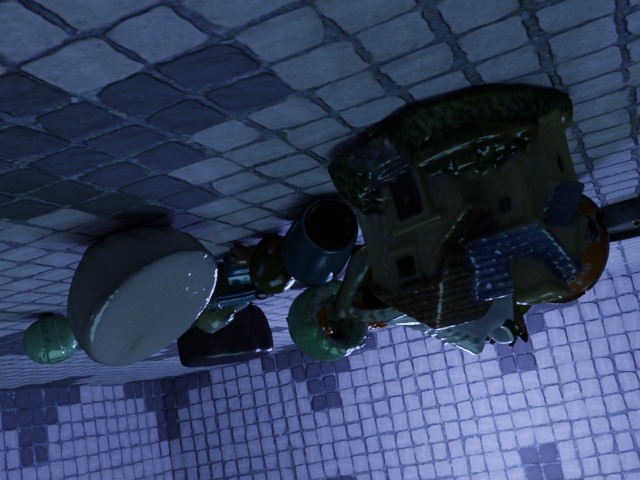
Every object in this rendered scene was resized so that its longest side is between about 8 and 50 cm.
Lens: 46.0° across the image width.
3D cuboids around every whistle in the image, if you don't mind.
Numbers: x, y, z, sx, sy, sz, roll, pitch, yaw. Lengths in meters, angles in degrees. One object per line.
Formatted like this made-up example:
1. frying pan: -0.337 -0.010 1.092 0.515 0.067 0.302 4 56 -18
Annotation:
1. whistle: -0.227 0.138 1.803 0.223 0.123 0.123 -29 174 -20

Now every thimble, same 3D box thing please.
1. thimble: 0.023 0.223 2.063 0.218 0.219 0.150 -3 163 -30

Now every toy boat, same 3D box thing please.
1. toy boat: -0.204 0.076 1.526 0.237 0.109 0.098 -8 137 -1

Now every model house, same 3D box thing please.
1. model house: 0.193 -0.027 1.020 0.321 0.267 0.261 -22 167 41
2. model house: 0.143 0.010 1.385 0.267 0.173 0.239 -19 -153 22

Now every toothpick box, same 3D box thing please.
1. toothpick box: 0.000 0.000 1.296 0.120 0.121 0.184 -8 165 -12

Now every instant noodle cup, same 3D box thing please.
1. instant noodle cup: 0.408 0.001 1.462 0.182 0.231 0.230 10 158 -33

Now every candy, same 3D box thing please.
1. candy: -0.496 0.195 1.838 0.439 0.119 0.119 -16 169 -18

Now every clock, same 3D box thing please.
1. clock: 0.775 -0.052 1.862 0.280 0.056 0.280 -11 167 -2

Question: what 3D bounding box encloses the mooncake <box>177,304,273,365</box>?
1. mooncake: -0.287 0.285 2.223 0.305 0.154 0.306 -11 167 -3

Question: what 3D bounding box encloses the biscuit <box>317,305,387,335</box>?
1. biscuit: 0.144 0.248 2.526 0.311 0.111 0.318 -14 167 7

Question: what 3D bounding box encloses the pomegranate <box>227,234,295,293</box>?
1. pomegranate: -0.105 0.039 1.437 0.142 0.115 0.114 16 169 6

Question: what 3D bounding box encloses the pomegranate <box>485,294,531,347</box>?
1. pomegranate: 0.449 0.142 1.908 0.230 0.286 0.231 -3 157 -1

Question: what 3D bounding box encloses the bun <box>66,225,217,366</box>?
1. bun: -0.318 0.065 1.255 0.263 0.175 0.263 -38 154 -23

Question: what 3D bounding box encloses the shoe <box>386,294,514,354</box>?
1. shoe: 0.285 0.184 1.674 0.362 0.160 0.131 -5 165 -28
